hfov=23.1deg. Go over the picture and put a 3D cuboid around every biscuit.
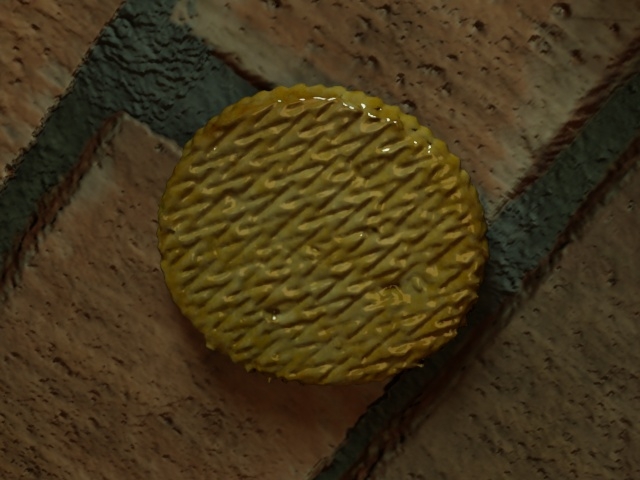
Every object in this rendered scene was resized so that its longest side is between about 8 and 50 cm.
[{"bbox_3d":[0.000,0.000,1.164,0.254,0.035,0.254,5,118,9],"label":"biscuit"}]
